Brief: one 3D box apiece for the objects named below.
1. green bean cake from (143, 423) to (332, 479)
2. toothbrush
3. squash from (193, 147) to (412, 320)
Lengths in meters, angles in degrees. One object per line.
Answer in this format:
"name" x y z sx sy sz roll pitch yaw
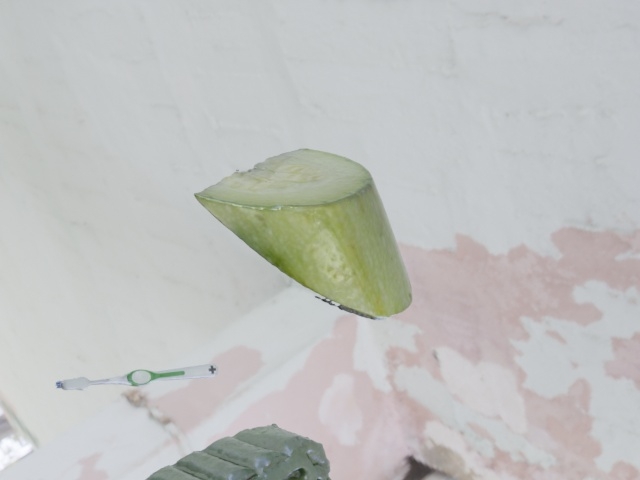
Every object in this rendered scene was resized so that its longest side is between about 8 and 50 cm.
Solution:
"green bean cake" -0.075 0.316 0.855 0.125 0.222 0.227 3 -71 48
"toothbrush" -0.292 0.227 1.453 0.030 0.304 0.030 -2 -93 47
"squash" 0.000 0.000 1.019 0.204 0.237 0.155 15 -62 26
